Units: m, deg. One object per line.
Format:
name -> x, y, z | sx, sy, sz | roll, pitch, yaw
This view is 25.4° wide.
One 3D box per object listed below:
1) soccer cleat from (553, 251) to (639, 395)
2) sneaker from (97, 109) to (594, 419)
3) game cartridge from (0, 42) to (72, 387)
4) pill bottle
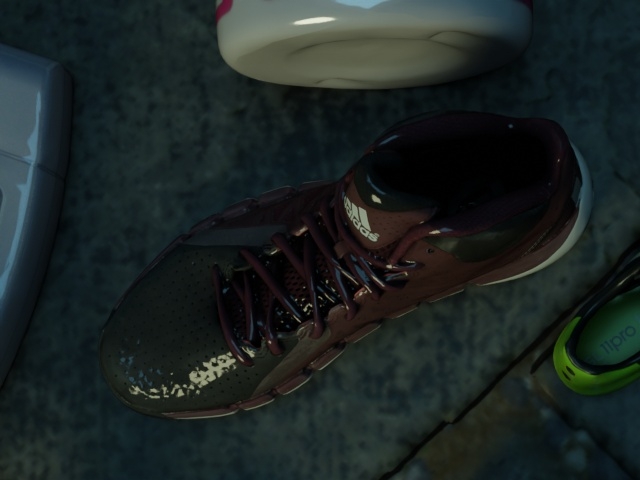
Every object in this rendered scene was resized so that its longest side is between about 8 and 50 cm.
soccer cleat -> 0.191, 0.013, 0.716 | 0.179, 0.072, 0.060 | -43, 77, 0
sneaker -> 0.000, 0.000, 0.702 | 0.281, 0.162, 0.106 | -26, 78, 4
game cartridge -> -0.258, 0.015, 0.799 | 0.196, 0.060, 0.294 | 19, 84, 8
pill bottle -> 0.024, -0.230, 0.729 | 0.160, 0.160, 0.283 | -2, 85, 9
